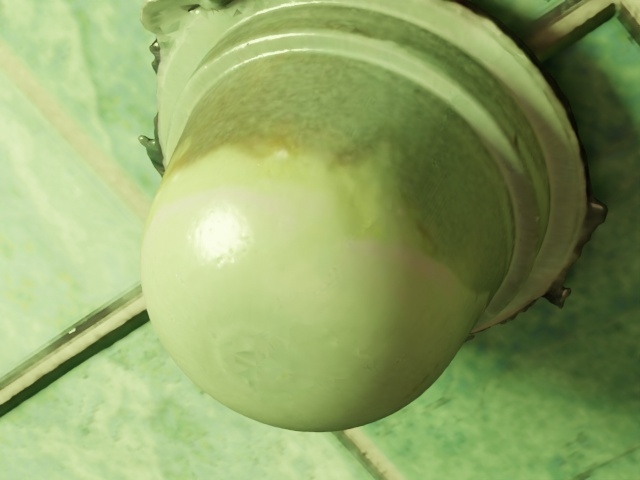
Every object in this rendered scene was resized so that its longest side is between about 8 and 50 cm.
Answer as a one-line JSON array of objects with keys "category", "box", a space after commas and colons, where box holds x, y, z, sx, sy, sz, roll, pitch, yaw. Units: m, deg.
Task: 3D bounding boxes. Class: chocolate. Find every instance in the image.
[{"category": "chocolate", "box": [-0.003, -0.005, 0.762, 0.221, 0.147, 0.221, 11, 123, 17]}]

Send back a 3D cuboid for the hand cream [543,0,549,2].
[{"category": "hand cream", "box": [0.101, -0.216, 0.637, 0.111, 0.070, 0.312, 28, 131, -3]}]
